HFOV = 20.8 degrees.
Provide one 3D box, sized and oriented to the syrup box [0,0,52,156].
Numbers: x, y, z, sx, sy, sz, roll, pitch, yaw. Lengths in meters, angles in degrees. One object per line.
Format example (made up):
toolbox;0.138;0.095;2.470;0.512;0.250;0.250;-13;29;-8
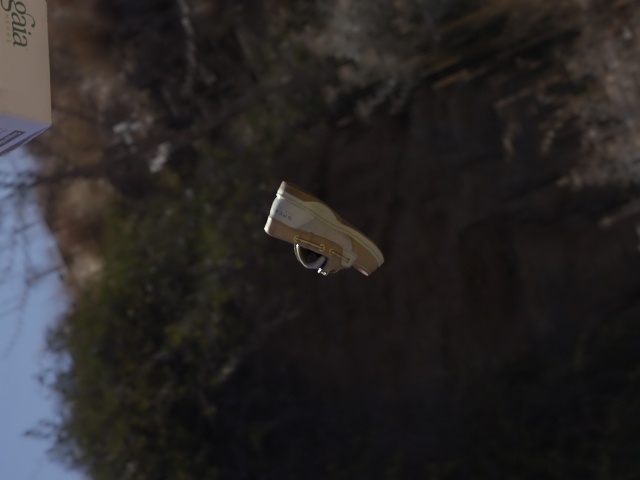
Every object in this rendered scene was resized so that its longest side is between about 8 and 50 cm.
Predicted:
syrup box;-0.287;-0.121;1.077;0.237;0.096;0.093;12;-116;-42

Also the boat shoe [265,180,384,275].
boat shoe;0.000;0.000;1.295;0.050;0.045;0.135;31;176;39
